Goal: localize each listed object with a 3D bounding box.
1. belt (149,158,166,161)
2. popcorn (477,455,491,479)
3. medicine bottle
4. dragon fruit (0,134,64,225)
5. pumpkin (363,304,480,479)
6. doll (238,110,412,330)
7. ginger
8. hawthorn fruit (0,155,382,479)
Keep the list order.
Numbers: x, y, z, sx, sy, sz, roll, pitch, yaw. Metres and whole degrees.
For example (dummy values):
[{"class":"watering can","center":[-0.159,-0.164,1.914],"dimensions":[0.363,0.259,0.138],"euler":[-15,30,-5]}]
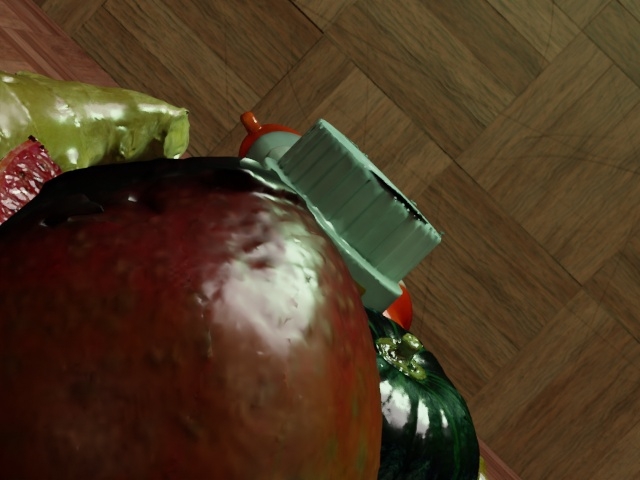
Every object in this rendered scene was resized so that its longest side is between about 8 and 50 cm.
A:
[{"class":"belt","center":[-0.095,0.082,1.892],"dimensions":[0.436,0.173,0.300],"euler":[51,-1,28]},{"class":"popcorn","center":[0.130,0.292,2.200],"dimensions":[0.148,0.152,0.167],"euler":[8,28,-45]},{"class":"medicine bottle","center":[-0.060,0.058,1.538],"dimensions":[0.158,0.318,0.158],"euler":[45,5,-5]},{"class":"dragon fruit","center":[-0.213,0.076,1.409],"dimensions":[0.274,0.161,0.126],"euler":[54,36,11]},{"class":"pumpkin","center":[0.022,0.119,1.299],"dimensions":[0.202,0.140,0.202],"euler":[39,13,-11]},{"class":"doll","center":[0.000,0.000,1.971],"dimensions":[0.336,0.105,0.200],"euler":[59,-1,19]},{"class":"ginger","center":[-0.313,-0.114,1.705],"dimensions":[0.363,0.122,0.348],"euler":[37,28,7]},{"class":"hawthorn fruit","center":[-0.100,0.093,1.095],"dimensions":[0.316,0.316,0.316],"euler":[44,5,-5]}]
